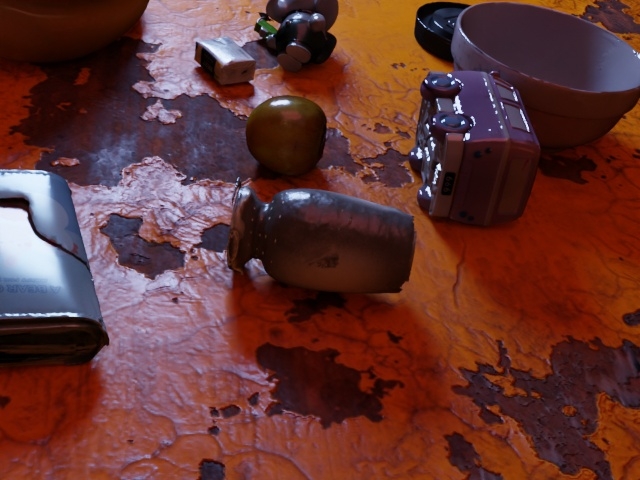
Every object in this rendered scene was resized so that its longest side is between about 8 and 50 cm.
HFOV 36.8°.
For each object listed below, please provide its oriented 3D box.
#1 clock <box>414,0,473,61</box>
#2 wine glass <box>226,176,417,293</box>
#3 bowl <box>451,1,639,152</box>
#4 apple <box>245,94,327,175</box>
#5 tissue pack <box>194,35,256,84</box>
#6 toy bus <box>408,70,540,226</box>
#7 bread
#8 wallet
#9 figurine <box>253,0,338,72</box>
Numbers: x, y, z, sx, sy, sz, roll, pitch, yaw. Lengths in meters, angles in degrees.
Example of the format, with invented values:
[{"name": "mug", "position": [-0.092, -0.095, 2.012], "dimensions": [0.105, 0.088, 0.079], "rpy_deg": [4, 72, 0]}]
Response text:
[{"name": "clock", "position": [0.251, -0.359, 1.670], "dimensions": [0.185, 0.040, 0.184], "rpy_deg": [8, 36, -6]}, {"name": "wine glass", "position": [0.000, 0.000, 1.061], "dimensions": [0.205, 0.111, 0.111], "rpy_deg": [9, 36, 0]}, {"name": "bowl", "position": [0.325, -0.230, 1.430], "dimensions": [0.287, 0.143, 0.287], "rpy_deg": [8, 35, -6]}, {"name": "apple", "position": [-0.043, -0.142, 1.252], "dimensions": [0.102, 0.099, 0.114], "rpy_deg": [13, 40, 5]}, {"name": "tissue pack", "position": [-0.143, -0.269, 1.437], "dimensions": [0.062, 0.042, 0.083], "rpy_deg": [-16, 45, -35]}, {"name": "toy bus", "position": [0.198, -0.127, 1.267], "dimensions": [0.142, 0.142, 0.202], "rpy_deg": [2, 38, -4]}, {"name": "bread", "position": [-0.418, -0.448, 1.428], "dimensions": [0.329, 0.245, 0.424], "rpy_deg": [17, 41, 7]}, {"name": "wallet", "position": [-0.323, 0.024, 0.977], "dimensions": [0.176, 0.075, 0.250], "rpy_deg": [0, 38, -25]}, {"name": "figurine", "position": [-0.027, -0.354, 1.520], "dimensions": [0.126, 0.147, 0.192], "rpy_deg": [25, 54, -13]}]
